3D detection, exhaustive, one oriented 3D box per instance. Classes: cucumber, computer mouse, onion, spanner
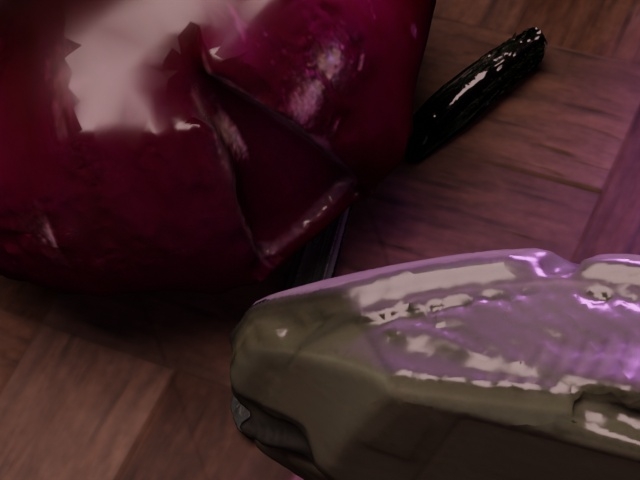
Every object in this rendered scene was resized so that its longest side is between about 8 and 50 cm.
[{"bbox_3d":[0.106,-0.105,1.162,0.135,0.034,0.033,-38,62,-11],"label":"cucumber"},{"bbox_3d":[0.158,0.100,0.908,0.429,0.228,0.145,10,56,21],"label":"computer mouse"},{"bbox_3d":[-0.147,-0.184,1.039,0.398,0.420,0.398,-13,58,22],"label":"onion"},{"bbox_3d":[0.000,0.000,1.123,0.071,0.017,0.302,-7,54,34],"label":"spanner"}]
